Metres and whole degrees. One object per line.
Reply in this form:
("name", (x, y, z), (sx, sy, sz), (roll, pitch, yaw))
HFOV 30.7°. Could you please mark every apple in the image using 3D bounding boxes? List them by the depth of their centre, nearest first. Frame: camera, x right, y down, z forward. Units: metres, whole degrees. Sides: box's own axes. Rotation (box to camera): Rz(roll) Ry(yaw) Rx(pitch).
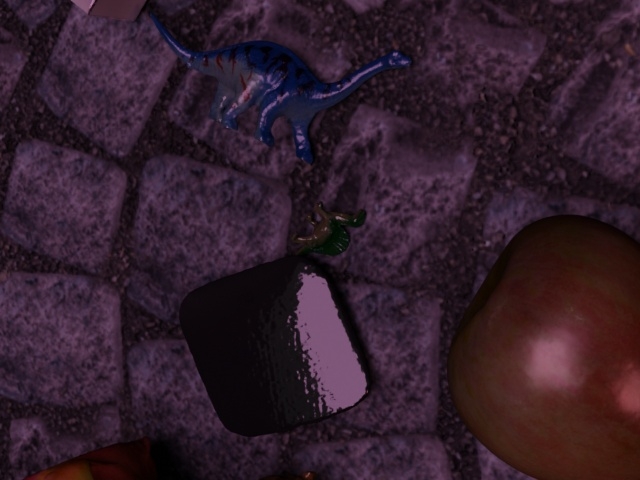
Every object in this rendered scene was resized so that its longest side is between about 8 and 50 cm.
("apple", (0.253, 0.111, 1.131), (0.234, 0.257, 0.256), (30, 107, 7))

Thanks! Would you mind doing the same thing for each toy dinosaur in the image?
("toy dinosaur", (-0.065, -0.170, 1.341), (0.329, 0.076, 0.144), (12, 94, 20))
("toy dinosaur", (0.000, 0.000, 1.357), (0.060, 0.029, 0.119), (37, 112, -1))

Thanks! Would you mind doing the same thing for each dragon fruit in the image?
("dragon fruit", (-0.298, 0.371, 1.399), (0.291, 0.291, 0.189), (-29, 80, 24))

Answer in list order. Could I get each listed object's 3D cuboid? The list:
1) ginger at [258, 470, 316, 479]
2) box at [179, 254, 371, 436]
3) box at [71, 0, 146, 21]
("ginger", (-0.119, 0.434, 1.321), (0.152, 0.274, 0.357), (26, 107, 37))
("box", (-0.055, 0.127, 1.385), (0.213, 0.042, 0.201), (-23, 86, 24))
("box", (-0.251, -0.421, 1.376), (0.194, 0.111, 0.260), (41, 112, 16))
